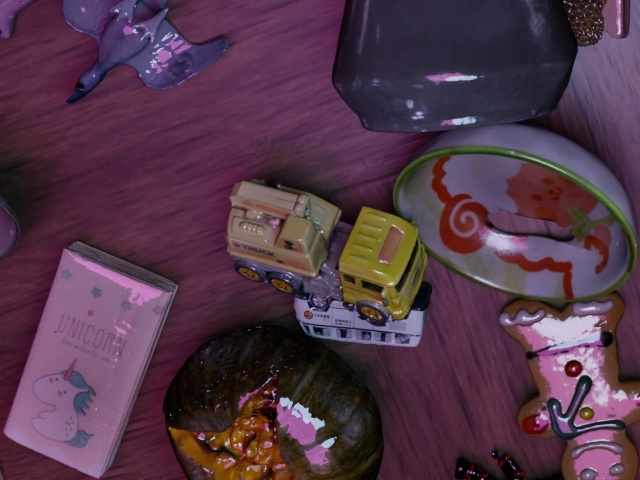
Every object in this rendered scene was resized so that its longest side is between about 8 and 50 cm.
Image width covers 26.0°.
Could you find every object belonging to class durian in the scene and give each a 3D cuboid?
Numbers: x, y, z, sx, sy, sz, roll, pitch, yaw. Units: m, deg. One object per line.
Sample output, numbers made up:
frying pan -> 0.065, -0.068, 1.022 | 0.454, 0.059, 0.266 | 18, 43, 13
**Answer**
durian -> 0.325, -0.312, 1.767 | 0.110, 0.071, 0.140 | -13, 101, 13

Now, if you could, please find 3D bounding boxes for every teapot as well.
teapot -> 0.185, -0.324, 1.663 | 0.376, 0.305, 0.362 | -1, 102, 28

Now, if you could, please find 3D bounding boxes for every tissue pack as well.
tissue pack -> -0.340, 0.176, 2.036 | 0.170, 0.071, 0.325 | 23, 109, 3

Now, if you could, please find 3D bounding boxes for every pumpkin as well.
pumpkin -> -0.063, 0.265, 1.939 | 0.320, 0.192, 0.321 | 14, 125, 21

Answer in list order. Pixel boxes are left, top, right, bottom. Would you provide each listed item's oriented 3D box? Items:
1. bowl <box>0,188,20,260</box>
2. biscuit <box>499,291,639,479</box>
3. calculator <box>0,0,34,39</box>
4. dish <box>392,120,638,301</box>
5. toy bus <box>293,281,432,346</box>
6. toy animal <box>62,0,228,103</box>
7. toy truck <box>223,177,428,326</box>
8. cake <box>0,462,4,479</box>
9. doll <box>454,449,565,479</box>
bowl -> -0.586, -0.077, 1.918 | 0.337, 0.337, 0.158 | -13, 65, 13
biscuit -> 0.364, 0.216, 1.916 | 0.196, 0.049, 0.302 | -12, 94, 14
calculator -> -0.472, -0.428, 1.873 | 0.194, 0.043, 0.294 | -35, 98, 19
dish -> 0.265, -0.060, 1.796 | 0.324, 0.124, 0.324 | 18, 151, 11
toy bus -> 0.057, 0.097, 1.939 | 0.193, 0.087, 0.089 | 5, 114, 8
toy animal -> -0.258, -0.293, 1.868 | 0.239, 0.176, 0.255 | 43, 75, -9
toy truck -> 0.000, 0.000, 1.841 | 0.272, 0.157, 0.124 | 18, 66, 16
cake -> -0.573, 0.323, 2.113 | 0.135, 0.098, 0.287 | -23, 98, 14
doll -> 0.311, 0.378, 1.994 | 0.248, 0.088, 0.127 | 8, 129, 16
